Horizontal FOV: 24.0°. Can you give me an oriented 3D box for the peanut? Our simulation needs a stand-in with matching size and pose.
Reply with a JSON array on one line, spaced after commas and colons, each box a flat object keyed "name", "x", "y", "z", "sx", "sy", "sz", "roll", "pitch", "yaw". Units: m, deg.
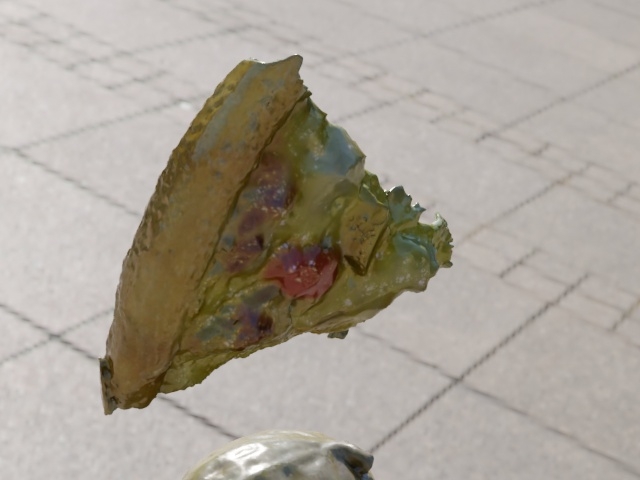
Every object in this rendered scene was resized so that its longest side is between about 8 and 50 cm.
[{"name": "peanut", "x": -0.078, "y": 0.259, "z": 1.167, "sx": 0.159, "sy": 0.291, "sz": 0.143, "roll": 47, "pitch": -16, "yaw": -33}]

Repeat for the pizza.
[{"name": "pizza", "x": 0.000, "y": 0.000, "z": 1.048, "sx": 0.288, "sy": 0.280, "sz": 0.075, "roll": 0, "pitch": 30, "yaw": -38}]
